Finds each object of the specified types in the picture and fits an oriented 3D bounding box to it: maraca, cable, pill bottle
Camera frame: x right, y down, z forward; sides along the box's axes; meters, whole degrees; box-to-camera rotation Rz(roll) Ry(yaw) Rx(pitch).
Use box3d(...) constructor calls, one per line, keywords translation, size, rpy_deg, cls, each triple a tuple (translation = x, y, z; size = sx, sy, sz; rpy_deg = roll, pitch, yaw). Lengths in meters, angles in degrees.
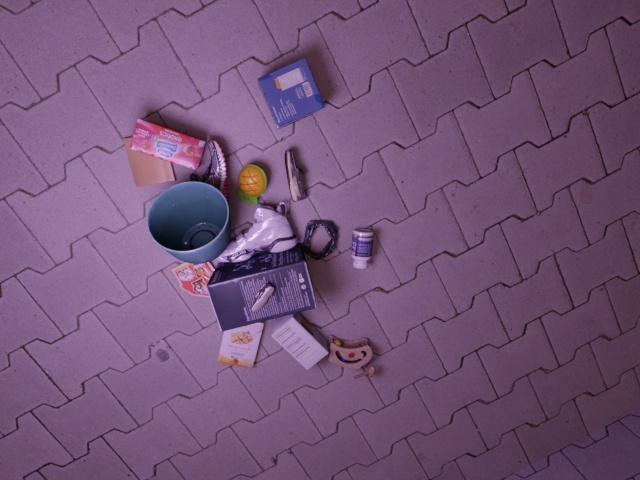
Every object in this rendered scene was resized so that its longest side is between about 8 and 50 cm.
box3d(translation=(-0.290, -0.232, 1.678), size=(0.127, 0.099, 0.185), rpy_deg=(30, 121, 7), cls="maraca")
box3d(translation=(0.000, 0.000, 1.799), size=(0.151, 0.047, 0.184), rpy_deg=(4, 102, -12), cls="cable")
box3d(translation=(0.186, 0.036, 1.796), size=(0.094, 0.094, 0.169), rpy_deg=(2, 104, -6), cls="pill bottle")

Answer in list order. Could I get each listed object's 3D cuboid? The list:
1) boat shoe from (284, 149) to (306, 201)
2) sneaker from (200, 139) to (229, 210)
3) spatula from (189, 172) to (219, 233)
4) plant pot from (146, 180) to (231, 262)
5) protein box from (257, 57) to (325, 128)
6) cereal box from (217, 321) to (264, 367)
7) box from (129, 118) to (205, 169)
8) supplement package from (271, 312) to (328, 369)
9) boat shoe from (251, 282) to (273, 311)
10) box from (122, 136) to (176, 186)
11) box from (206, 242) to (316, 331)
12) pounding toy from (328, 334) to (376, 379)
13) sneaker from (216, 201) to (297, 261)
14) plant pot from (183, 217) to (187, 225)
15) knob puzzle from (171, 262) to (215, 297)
box3d(translation=(-0.104, -0.275, 1.697), size=(0.074, 0.080, 0.223), rpy_deg=(-11, 111, -9), cls="boat shoe")
box3d(translation=(-0.437, -0.259, 1.634), size=(0.112, 0.121, 0.298), rpy_deg=(-4, 105, -15), cls="sneaker")
box3d(translation=(-0.496, -0.144, 1.712), size=(0.084, 0.030, 0.296), rpy_deg=(-17, 105, -2), cls="spatula")
box3d(translation=(-0.479, -0.043, 1.548), size=(0.294, 0.235, 0.292), rpy_deg=(0, 65, 0), cls="plant pot")
box3d(translation=(-0.117, -0.574, 1.582), size=(0.201, 0.136, 0.199), rpy_deg=(-24, 106, 1), cls="protein box")
box3d(translation=(-0.374, 0.470, 1.877), size=(0.173, 0.047, 0.239), rpy_deg=(13, 103, -9), cls="cereal box")
box3d(translation=(-0.591, -0.375, 1.572), size=(0.257, 0.128, 0.122), rpy_deg=(16, 100, -18), cls="box")
box3d(translation=(-0.095, 0.449, 1.853), size=(0.134, 0.139, 0.244), rpy_deg=(-41, 105, 7), cls="supplement package")
box3d(translation=(-0.227, 0.215, 1.527), size=(0.046, 0.038, 0.125), rpy_deg=(15, 114, -52), cls="boat shoe")
box3d(translation=(-0.701, -0.331, 1.645), size=(0.165, 0.021, 0.201), rpy_deg=(-10, 106, -4), cls="box")
box3d(translation=(-0.239, 0.185, 1.689), size=(0.396, 0.293, 0.211), rpy_deg=(-15, 105, -2), cls="box")
box3d(translation=(0.163, 0.549, 1.897), size=(0.270, 0.155, 0.154), rpy_deg=(24, 105, -11), cls="pounding toy")
box3d(translation=(-0.293, -0.040, 1.710), size=(0.366, 0.137, 0.210), rpy_deg=(-12, 105, -8), cls="sneaker")
box3d(translation=(-0.596, -0.097, 1.695), size=(0.079, 0.083, 0.083), rpy_deg=(-2, 105, 7), cls="plant pot")
box3d(translation=(-0.544, 0.175, 1.780), size=(0.214, 0.030, 0.212), rpy_deg=(0, 107, 1), cls="knob puzzle")
